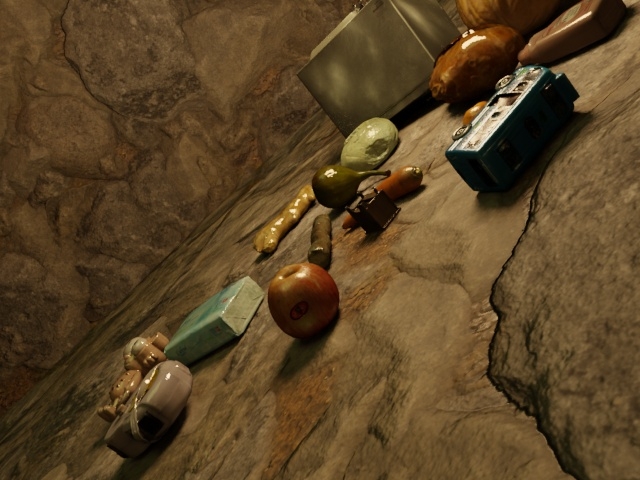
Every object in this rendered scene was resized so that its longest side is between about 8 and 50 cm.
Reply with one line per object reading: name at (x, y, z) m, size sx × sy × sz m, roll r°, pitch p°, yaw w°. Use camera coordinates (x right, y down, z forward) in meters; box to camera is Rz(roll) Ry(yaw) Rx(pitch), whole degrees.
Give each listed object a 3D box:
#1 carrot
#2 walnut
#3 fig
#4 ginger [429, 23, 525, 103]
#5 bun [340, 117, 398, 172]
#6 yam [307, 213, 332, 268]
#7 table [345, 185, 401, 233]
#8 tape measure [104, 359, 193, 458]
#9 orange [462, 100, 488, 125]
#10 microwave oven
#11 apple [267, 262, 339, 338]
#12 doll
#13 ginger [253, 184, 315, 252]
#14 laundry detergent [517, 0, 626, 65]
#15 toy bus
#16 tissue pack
carrot at (0.149, -0.106, 1.539) m, size 0.271 × 0.062 × 0.066 m, roll -32°, pitch 63°, yaw 42°
walnut at (0.515, -0.720, 1.751) m, size 0.332 × 0.333 × 0.333 m, roll -39°, pitch 16°, yaw 14°
fig at (0.088, -0.168, 1.767) m, size 0.236 × 0.124 × 0.124 m, roll -18°, pitch 26°, yaw 26°
ginger at (0.377, -0.447, 1.662) m, size 0.172 × 0.165 × 0.321 m, roll -22°, pitch 1°, yaw -29°
bun at (0.139, -0.288, 1.917) m, size 0.221 × 0.108 × 0.221 m, roll -38°, pitch 17°, yaw 14°
yam at (0.000, 0.000, 1.609) m, size 0.061 × 0.061 × 0.253 m, roll -39°, pitch 16°, yaw 15°
table at (0.118, -0.072, 1.466) m, size 0.070 × 0.082 × 0.083 m, roll -51°, pitch 18°, yaw -24°
tape measure at (-0.374, 0.368, 1.449) m, size 0.197 × 0.120 × 0.236 m, roll -32°, pitch 23°, yaw 52°
orange at (0.356, -0.267, 1.418) m, size 0.083 × 0.070 × 0.083 m, roll -36°, pitch 5°, yaw 4°
microwave oven at (0.189, -0.566, 2.017) m, size 0.432 × 0.374 × 0.236 m, roll -31°, pitch 10°, yaw 45°
apple at (-0.036, 0.115, 1.274) m, size 0.146 × 0.131 × 0.146 m, roll -35°, pitch 14°, yaw 10°
doll at (-0.524, 0.379, 1.802) m, size 0.154 × 0.119 × 0.278 m, roll -34°, pitch 23°, yaw 40°
ginger at (-0.108, -0.072, 2.038) m, size 0.118 × 0.065 × 0.299 m, roll 5°, pitch 50°, yaw 51°
laundry detergent at (0.570, -0.483, 1.456) m, size 0.171 × 0.076 × 0.237 m, roll -50°, pitch 15°, yaw -25°
toy bus at (0.358, -0.210, 1.189) m, size 0.246 × 0.113 × 0.134 m, roll -48°, pitch 21°, yaw -10°
tissue pack at (-0.283, 0.216, 1.682) m, size 0.263 × 0.089 × 0.177 m, roll -31°, pitch 18°, yaw 35°
